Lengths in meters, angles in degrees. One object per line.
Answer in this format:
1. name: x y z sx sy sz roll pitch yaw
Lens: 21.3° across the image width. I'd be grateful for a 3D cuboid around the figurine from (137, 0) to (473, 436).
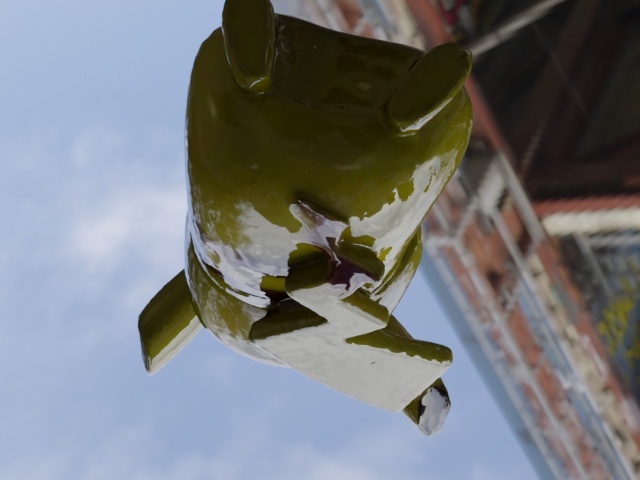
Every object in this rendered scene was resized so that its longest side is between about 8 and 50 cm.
1. figurine: 0.001 -0.004 1.038 0.218 0.326 0.169 19 -115 5
